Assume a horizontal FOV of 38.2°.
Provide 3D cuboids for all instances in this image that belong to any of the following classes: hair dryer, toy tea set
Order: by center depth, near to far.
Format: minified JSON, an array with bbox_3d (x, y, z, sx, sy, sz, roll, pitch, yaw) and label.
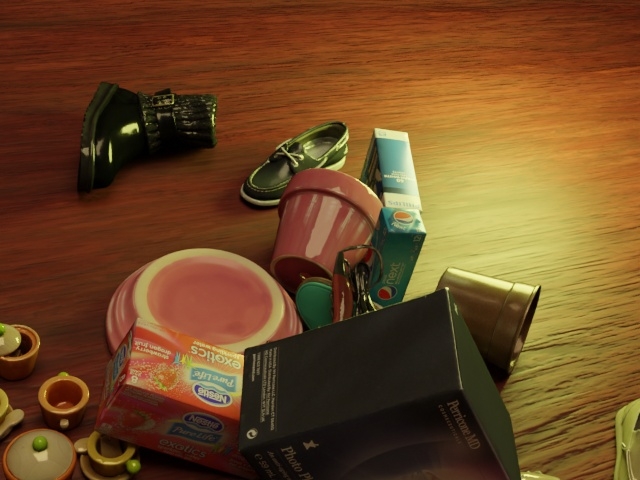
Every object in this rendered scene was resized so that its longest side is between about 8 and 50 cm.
[{"bbox_3d":[-0.410,0.235,1.320,0.336,0.124,0.200,38,45,26],"label":"toy tea set"},{"bbox_3d":[0.033,0.142,1.473,0.293,0.080,0.223,-25,59,-34],"label":"hair dryer"}]

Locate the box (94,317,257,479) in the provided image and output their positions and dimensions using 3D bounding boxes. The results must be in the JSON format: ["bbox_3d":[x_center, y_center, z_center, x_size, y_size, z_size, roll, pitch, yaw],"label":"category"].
[{"bbox_3d":[-0.180,0.232,1.339,0.256,0.123,0.128,23,37,-20],"label":"box"}]

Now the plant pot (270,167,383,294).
[{"bbox_3d":[0.000,0.000,1.676,0.201,0.201,0.180,20,54,6],"label":"plant pot"}]

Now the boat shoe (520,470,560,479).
[{"bbox_3d":[0.309,0.399,1.362,0.302,0.113,0.103,32,41,5],"label":"boat shoe"}]

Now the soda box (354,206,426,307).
[{"bbox_3d":[0.121,0.042,1.635,0.071,0.210,0.067,3,40,-14],"label":"soda box"}]

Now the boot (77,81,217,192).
[{"bbox_3d":[-0.338,-0.207,1.852,0.260,0.131,0.348,9,39,-6],"label":"boot"}]

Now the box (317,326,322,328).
[{"bbox_3d":[0.041,0.160,1.330,0.179,0.105,0.043,0,63,-26],"label":"box"}]

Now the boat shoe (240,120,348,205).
[{"bbox_3d":[-0.051,-0.168,1.922,0.114,0.091,0.302,31,42,20],"label":"boat shoe"}]

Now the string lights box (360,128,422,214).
[{"bbox_3d":[0.140,-0.096,1.862,0.076,0.133,0.260,7,40,-9],"label":"string lights box"}]

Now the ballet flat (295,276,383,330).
[{"bbox_3d":[0.112,0.172,1.575,0.342,0.116,0.124,33,23,20],"label":"ballet flat"}]

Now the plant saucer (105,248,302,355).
[{"bbox_3d":[-0.189,0.125,1.548,0.332,0.084,0.332,9,39,-7],"label":"plant saucer"}]

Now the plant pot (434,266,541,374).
[{"bbox_3d":[0.284,0.131,1.632,0.165,0.167,0.167,19,39,18],"label":"plant pot"}]

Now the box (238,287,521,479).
[{"bbox_3d":[0.086,0.254,1.225,0.294,0.296,0.183,-19,39,15],"label":"box"}]

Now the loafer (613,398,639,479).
[{"bbox_3d":[0.530,0.353,1.485,0.101,0.092,0.269,12,40,-3],"label":"loafer"}]
